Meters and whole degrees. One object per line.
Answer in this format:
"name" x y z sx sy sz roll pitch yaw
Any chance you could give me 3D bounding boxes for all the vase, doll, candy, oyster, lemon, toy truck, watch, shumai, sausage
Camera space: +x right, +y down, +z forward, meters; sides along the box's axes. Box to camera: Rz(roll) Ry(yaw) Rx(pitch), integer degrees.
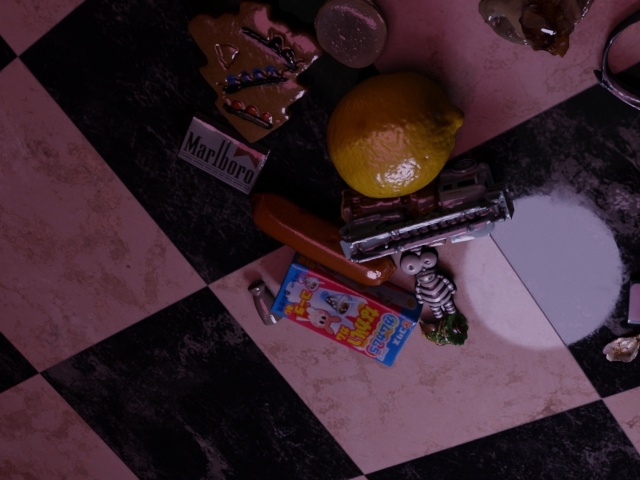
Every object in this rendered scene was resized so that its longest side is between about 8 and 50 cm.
"vase" -0.130 0.144 1.996 0.053 0.053 0.100 -17 110 27
"doll" 0.267 0.211 1.893 0.113 0.076 0.078 -29 118 32
"candy" 0.059 0.144 1.906 0.306 0.100 0.157 25 125 0
"oyster" 0.645 0.228 1.807 0.093 0.034 0.051 -21 97 40
"lemon" 0.138 -0.200 1.585 0.253 0.228 0.228 -34 106 29
"toy truck" 0.210 -0.049 1.664 0.338 0.184 0.133 -11 116 15
"watch" 0.593 -0.305 1.467 0.206 0.068 0.193 39 128 -4
"doll" 0.228 0.072 1.823 0.091 0.067 0.219 -19 112 20
"shumai" 0.361 -0.402 1.448 0.201 0.120 0.201 9 127 12
"sausage" 0.000 0.000 1.831 0.348 0.094 0.097 26 147 1

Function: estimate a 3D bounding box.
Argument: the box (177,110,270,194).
"box" -0.208 -0.186 1.822 0.177 0.036 0.115 28 125 0

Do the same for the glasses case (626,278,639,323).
"glasses case" 0.752 0.137 1.699 0.266 0.056 0.105 3 123 16

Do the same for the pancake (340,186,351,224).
"pancake" 0.119 -0.060 1.798 0.158 0.028 0.158 7 124 10

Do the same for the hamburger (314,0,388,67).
"hamburger" 0.058 -0.394 1.587 0.140 0.062 0.133 31 129 -5

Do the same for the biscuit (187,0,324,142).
"biscuit" -0.128 -0.328 1.700 0.278 0.043 0.301 9 123 13
